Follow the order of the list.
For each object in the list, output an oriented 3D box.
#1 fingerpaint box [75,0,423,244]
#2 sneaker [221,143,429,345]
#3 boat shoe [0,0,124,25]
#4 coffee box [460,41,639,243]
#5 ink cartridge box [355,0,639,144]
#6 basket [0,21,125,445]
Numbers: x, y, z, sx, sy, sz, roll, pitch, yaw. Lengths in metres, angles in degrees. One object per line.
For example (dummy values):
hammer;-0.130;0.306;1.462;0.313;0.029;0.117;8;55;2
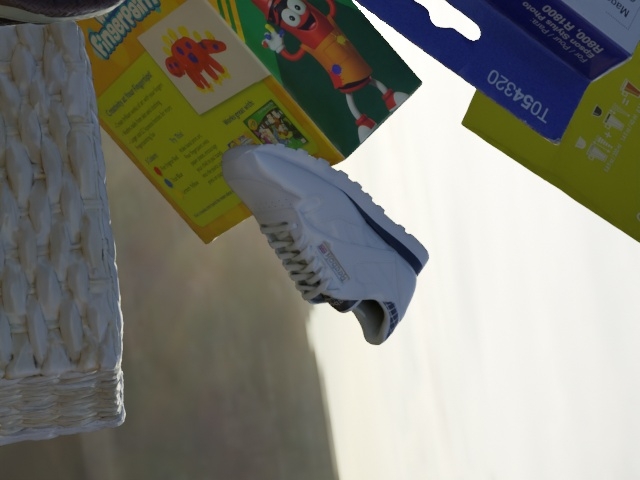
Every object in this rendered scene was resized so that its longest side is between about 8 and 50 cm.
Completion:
fingerpaint box;-0.133;-0.226;2.172;0.371;0.163;0.445;48;-27;-6
sneaker;0.000;0.000;1.513;0.090;0.235;0.095;0;-120;52
boat shoe;-0.256;-0.188;1.209;0.095;0.257;0.095;-24;-110;52
coffee box;0.448;-0.253;2.347;0.334;0.338;0.337;-45;164;-39
ink cartridge box;0.177;-0.310;1.580;0.330;0.324;0.071;-62;-162;-17
basket;-0.336;-0.001;1.505;0.266;0.328;0.331;119;-36;-71
